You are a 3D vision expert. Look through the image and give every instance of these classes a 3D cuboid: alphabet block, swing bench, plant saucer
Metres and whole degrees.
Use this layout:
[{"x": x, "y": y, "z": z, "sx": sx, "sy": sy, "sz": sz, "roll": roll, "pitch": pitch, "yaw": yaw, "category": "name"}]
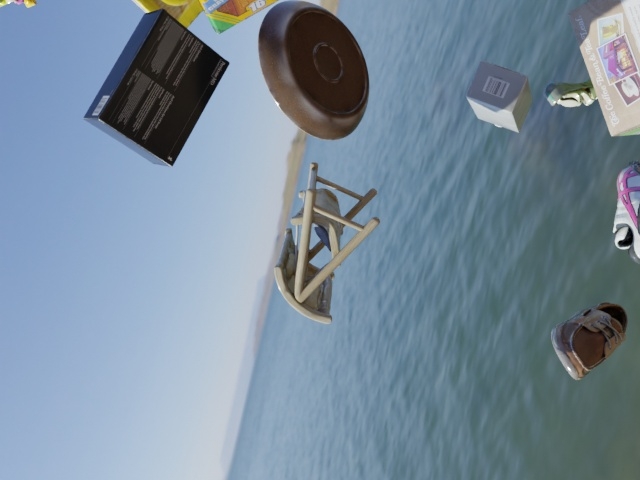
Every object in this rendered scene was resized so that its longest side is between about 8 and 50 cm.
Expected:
[{"x": -0.367, "y": -0.627, "z": 1.636, "sx": 0.193, "sy": 0.192, "sz": 0.197, "roll": -49, "pitch": 33, "yaw": 4, "category": "alphabet block"}, {"x": 0.000, "y": 0.000, "z": 1.470, "sx": 0.253, "sy": 0.165, "sz": 0.254, "roll": -85, "pitch": 20, "yaw": -72, "category": "swing bench"}, {"x": 0.004, "y": -0.367, "z": 1.447, "sx": 0.050, "sy": 0.311, "sz": 0.310, "roll": -17, "pitch": 52, "yaw": 44, "category": "plant saucer"}]

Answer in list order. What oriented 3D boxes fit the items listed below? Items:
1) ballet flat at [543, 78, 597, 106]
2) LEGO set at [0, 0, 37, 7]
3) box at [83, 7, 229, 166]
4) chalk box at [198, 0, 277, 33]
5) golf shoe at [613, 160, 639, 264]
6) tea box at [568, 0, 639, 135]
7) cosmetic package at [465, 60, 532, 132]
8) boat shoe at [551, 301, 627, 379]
[{"x": 0.690, "y": -0.387, "z": 1.828, "sx": 0.072, "sy": 0.213, "sz": 0.068, "roll": 116, "pitch": 140, "yaw": -54, "category": "ballet flat"}, {"x": -0.340, "y": -0.280, "z": 0.658, "sx": 0.287, "sy": 0.132, "sz": 0.107, "roll": -36, "pitch": 20, "yaw": 29, "category": "LEGO set"}, {"x": -0.336, "y": -0.311, "z": 1.421, "sx": 0.103, "sy": 0.184, "sz": 0.261, "roll": 14, "pitch": 73, "yaw": 53, "category": "box"}, {"x": -0.154, "y": -0.492, "z": 1.080, "sx": 0.179, "sy": 0.180, "sz": 0.289, "roll": 61, "pitch": -179, "yaw": 5, "category": "chalk box"}, {"x": 0.352, "y": -0.034, "z": 0.761, "sx": 0.086, "sy": 0.067, "sz": 0.186, "roll": -47, "pitch": 4, "yaw": 21, "category": "golf shoe"}, {"x": 0.823, "y": -0.450, "z": 1.679, "sx": 0.220, "sy": 0.324, "sz": 0.329, "roll": -23, "pitch": 82, "yaw": 48, "category": "tea box"}, {"x": 0.456, "y": -0.358, "z": 1.737, "sx": 0.107, "sy": 0.127, "sz": 0.238, "roll": -68, "pitch": -18, "yaw": 7, "category": "cosmetic package"}, {"x": 0.606, "y": 0.206, "z": 1.524, "sx": 0.116, "sy": 0.123, "sz": 0.324, "roll": -37, "pitch": -6, "yaw": 33, "category": "boat shoe"}]
